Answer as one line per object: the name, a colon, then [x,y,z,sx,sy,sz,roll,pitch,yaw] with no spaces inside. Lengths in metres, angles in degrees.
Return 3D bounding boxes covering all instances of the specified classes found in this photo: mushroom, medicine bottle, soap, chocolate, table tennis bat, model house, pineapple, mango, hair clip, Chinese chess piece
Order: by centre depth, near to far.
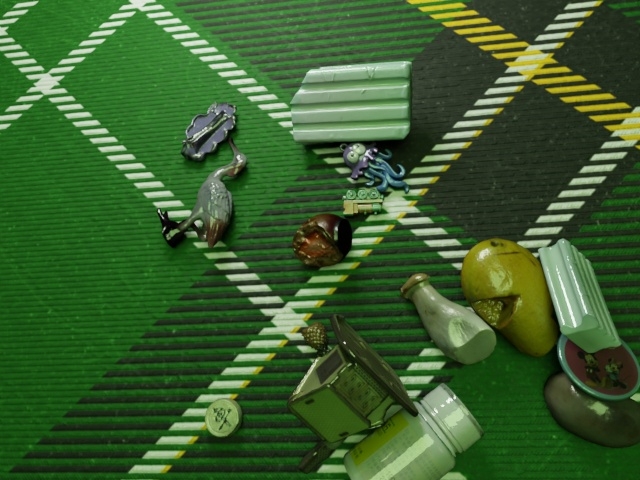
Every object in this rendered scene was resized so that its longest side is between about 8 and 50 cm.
mushroom: [0.554,0.335,0.883,0.188,0.117,0.141,22,89,8]
medicine bottle: [0.184,0.412,0.884,0.258,0.143,0.143,-36,73,-4]
soap: [0.509,0.108,0.886,0.066,0.119,0.198,-35,35,38]
model house: [0.011,0.326,0.887,0.278,0.205,0.218,-43,99,1]
table tennis bat: [0.550,0.205,0.905,0.153,0.040,0.244,6,51,2]
mango: [0.406,0.119,0.946,0.167,0.130,0.262,-36,82,-13]
mushroom: [0.271,0.170,0.975,0.225,0.093,0.116,44,118,33]
Chinese chess piece: [-0.216,0.394,0.995,0.084,0.034,0.084,-2,73,7]
pineapple: [0.006,0.247,1.008,0.058,0.058,0.124,-28,87,-1]
chocolate: [0.000,0.000,1.036,0.133,0.127,0.124,-1,83,23]
soap: [0.076,-0.333,1.086,0.289,0.095,0.173,1,115,13]
hair clip: [-0.304,-0.300,1.195,0.124,0.052,0.195,40,82,17]

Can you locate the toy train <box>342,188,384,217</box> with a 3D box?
toy train: [0.105,-0.091,1.090,0.103,0.044,0.064,-2,77,9]

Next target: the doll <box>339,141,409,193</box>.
doll: [0.135,-0.182,1.103,0.206,0.067,0.110,32,89,4]

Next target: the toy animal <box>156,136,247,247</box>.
toy animal: [-0.269,-0.110,1.117,0.195,0.090,0.324,34,79,24]
